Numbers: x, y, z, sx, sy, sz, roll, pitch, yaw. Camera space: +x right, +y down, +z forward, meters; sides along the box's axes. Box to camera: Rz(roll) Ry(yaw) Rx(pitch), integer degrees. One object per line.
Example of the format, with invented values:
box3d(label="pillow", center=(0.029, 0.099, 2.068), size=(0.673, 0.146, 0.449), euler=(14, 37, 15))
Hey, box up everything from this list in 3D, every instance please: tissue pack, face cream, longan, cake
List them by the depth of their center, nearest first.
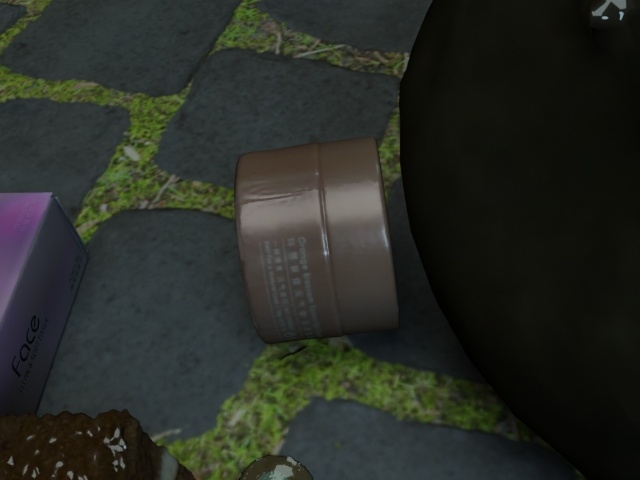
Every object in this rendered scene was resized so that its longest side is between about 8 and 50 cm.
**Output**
box3d(label="longan", center=(0.241, -0.061, 0.440), size=(0.404, 0.404, 0.435), euler=(-3, 53, 6))
box3d(label="cake", center=(-0.148, 0.190, 0.452), size=(0.135, 0.147, 0.135), euler=(-2, 52, 12))
box3d(label="face cream", center=(0.000, 0.000, 0.584), size=(0.104, 0.149, 0.149), euler=(-7, 51, 4))
box3d(label="tissue pack", center=(-0.293, 0.078, 0.603), size=(0.149, 0.092, 0.246), euler=(0, 51, 7))

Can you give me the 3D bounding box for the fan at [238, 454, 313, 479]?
box3d(label="fan", center=(-0.002, 0.244, 0.480), size=(0.227, 0.008, 0.152), euler=(29, 61, 29))
